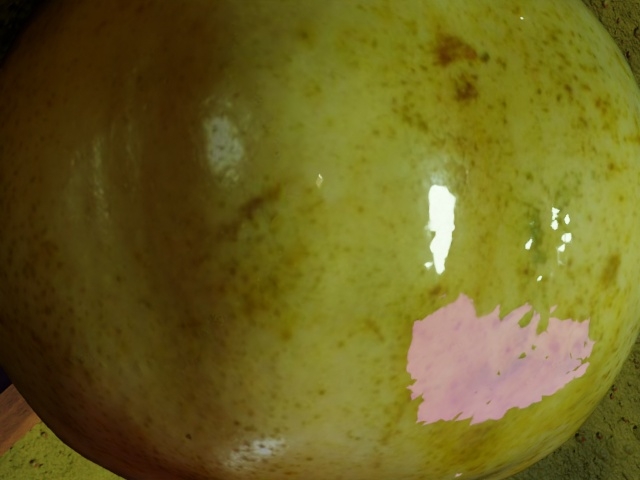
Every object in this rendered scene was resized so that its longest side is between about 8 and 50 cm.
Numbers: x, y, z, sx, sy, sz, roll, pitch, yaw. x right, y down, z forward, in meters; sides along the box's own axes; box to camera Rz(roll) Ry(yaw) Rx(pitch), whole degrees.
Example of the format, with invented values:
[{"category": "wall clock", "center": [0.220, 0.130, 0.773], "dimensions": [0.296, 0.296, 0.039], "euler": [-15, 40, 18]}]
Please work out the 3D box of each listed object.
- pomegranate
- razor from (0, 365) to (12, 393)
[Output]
[{"category": "pomegranate", "center": [0.000, 0.000, 0.852], "dimensions": [0.416, 0.416, 0.416], "euler": [-45, 176, -4]}, {"category": "razor", "center": [-0.293, 0.080, 0.897], "dimensions": [0.204, 0.113, 0.349], "euler": [-44, 176, 14]}]
